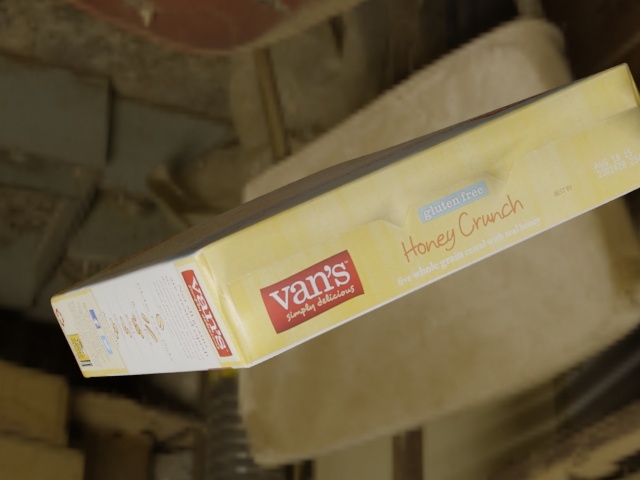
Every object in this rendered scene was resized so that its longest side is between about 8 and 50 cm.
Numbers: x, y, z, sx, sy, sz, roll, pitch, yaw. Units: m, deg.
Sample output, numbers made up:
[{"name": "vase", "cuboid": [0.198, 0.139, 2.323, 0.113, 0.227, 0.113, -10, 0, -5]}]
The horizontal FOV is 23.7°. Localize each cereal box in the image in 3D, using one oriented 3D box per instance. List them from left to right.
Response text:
[{"name": "cereal box", "cuboid": [0.000, 0.000, 0.602, 0.173, 0.047, 0.240, -24, -176, -21]}]
